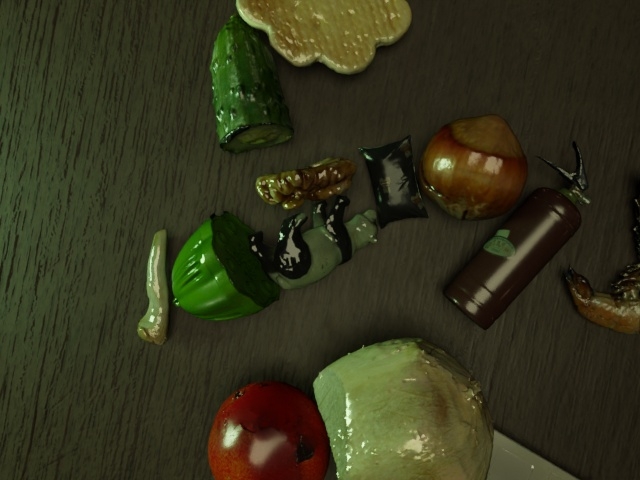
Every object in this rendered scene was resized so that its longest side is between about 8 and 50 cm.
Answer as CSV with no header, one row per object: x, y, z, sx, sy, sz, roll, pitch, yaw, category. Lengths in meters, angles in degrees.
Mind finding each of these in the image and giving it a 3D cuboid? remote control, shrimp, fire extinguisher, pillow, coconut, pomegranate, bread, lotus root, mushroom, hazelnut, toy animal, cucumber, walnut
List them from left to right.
-0.285,0.079,1.243,0.054,0.059,0.202,4,91,-17,mushroom
-0.186,0.067,1.206,0.186,0.186,0.186,0,91,0,lotus root
-0.127,-0.276,1.214,0.134,0.134,0.245,-11,78,0,cucumber
-0.085,0.346,1.182,0.210,0.210,0.235,3,118,0,pomegranate
-0.022,-0.095,1.201,0.170,0.143,0.069,-12,100,1,walnut
0.000,0.000,1.214,0.225,0.093,0.121,-27,96,-28,toy animal
0.011,-0.432,1.223,0.315,0.054,0.316,1,85,-8,bread
0.128,-0.101,1.246,0.090,0.048,0.150,-13,94,-3,pillow
0.145,0.297,1.139,0.254,0.297,0.297,-24,91,3,coconut
0.258,-0.123,1.195,0.182,0.182,0.182,0,91,0,hazelnut
0.346,-0.017,1.222,0.138,0.102,0.344,41,91,1,fire extinguisher
0.376,0.435,1.244,0.277,0.055,0.103,31,70,0,remote control
0.532,0.024,1.244,0.222,0.054,0.291,-5,99,0,shrimp
